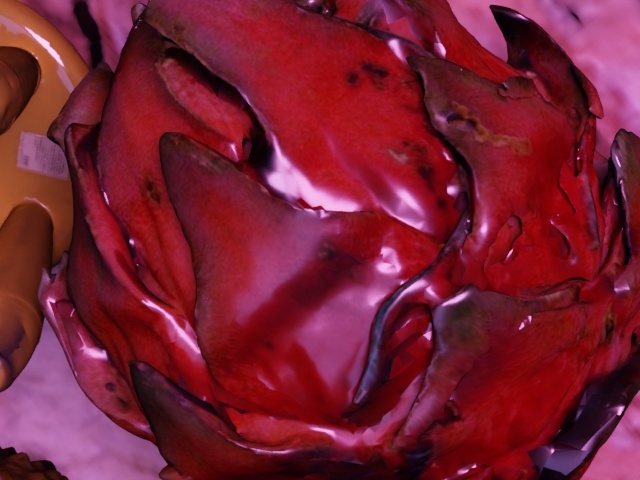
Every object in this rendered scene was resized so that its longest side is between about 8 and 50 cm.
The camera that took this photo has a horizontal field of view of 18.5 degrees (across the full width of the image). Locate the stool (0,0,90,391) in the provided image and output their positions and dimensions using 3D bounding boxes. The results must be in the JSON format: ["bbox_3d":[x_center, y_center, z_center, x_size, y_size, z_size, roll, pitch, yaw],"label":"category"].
[{"bbox_3d":[-0.133,-0.018,0.629,0.134,0.110,0.135,45,111,-6],"label":"stool"}]

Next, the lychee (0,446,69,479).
[{"bbox_3d":[-0.124,0.153,0.672,0.171,0.171,0.171,4,111,10],"label":"lychee"}]

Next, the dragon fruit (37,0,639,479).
[{"bbox_3d":[0.008,0.005,0.579,0.189,0.182,0.182,17,112,6],"label":"dragon fruit"}]
